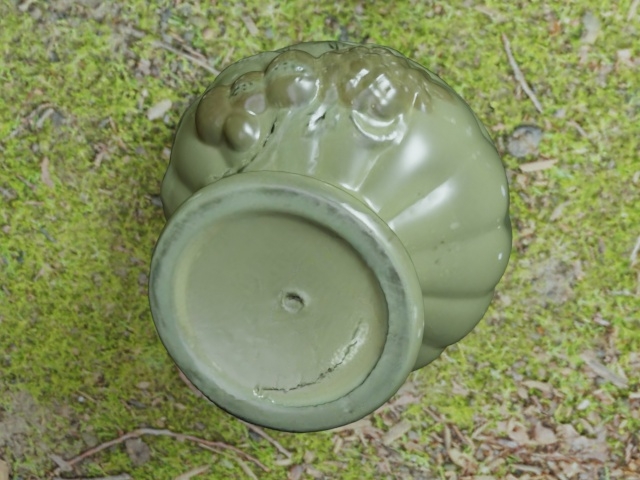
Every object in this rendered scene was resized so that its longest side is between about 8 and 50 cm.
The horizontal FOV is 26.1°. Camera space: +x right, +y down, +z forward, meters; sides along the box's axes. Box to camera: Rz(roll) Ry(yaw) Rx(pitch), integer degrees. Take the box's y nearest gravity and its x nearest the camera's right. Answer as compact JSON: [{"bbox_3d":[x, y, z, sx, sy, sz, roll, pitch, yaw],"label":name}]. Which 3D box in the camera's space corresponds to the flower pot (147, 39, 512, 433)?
[{"bbox_3d":[0.000,0.000,1.116,0.307,0.244,0.308,6,116,12],"label":"flower pot"}]
